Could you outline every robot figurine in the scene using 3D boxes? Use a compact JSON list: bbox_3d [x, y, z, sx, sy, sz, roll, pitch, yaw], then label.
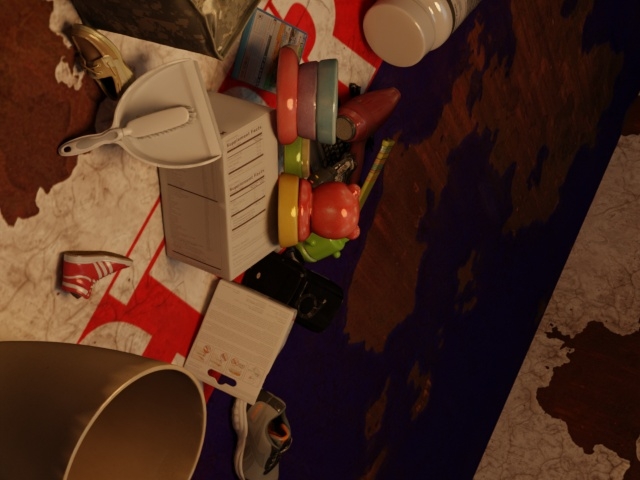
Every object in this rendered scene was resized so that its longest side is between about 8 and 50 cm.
[{"bbox_3d":[0.000,0.000,1.838,0.101,0.115,0.067,22,48,-54],"label":"robot figurine"}]

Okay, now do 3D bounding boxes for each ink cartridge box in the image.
[{"bbox_3d":[-0.139,0.174,1.659,0.045,0.145,0.179,-30,143,-80],"label":"ink cartridge box"}]

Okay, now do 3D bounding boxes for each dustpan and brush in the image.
[{"bbox_3d":[-0.250,-0.152,1.300,0.060,0.211,0.147,-121,-166,-80],"label":"dustpan and brush"}]

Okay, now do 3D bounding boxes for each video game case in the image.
[{"bbox_3d":[-0.083,-0.312,1.602,0.166,0.015,0.119,8,98,-60],"label":"video game case"}]

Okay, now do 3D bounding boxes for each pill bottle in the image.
[{"bbox_3d":[0.210,-0.470,1.859,0.283,0.161,0.161,-50,144,-32],"label":"pill bottle"}]

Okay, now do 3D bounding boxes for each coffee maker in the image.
[{"bbox_3d":[-0.036,0.109,1.768,0.120,0.171,0.178,-42,149,10],"label":"coffee maker"}]

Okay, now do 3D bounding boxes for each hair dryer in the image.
[{"bbox_3d":[0.059,-0.183,1.831,0.294,0.080,0.223,-55,165,-9],"label":"hair dryer"}]

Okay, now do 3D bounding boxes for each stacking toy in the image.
[{"bbox_3d":[0.002,-0.167,1.552,0.279,0.130,0.309,-86,177,-63],"label":"stacking toy"}]

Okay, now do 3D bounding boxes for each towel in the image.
[{"bbox_3d":[0.082,-0.097,1.907,0.237,0.021,0.102,-64,172,11],"label":"towel"}]

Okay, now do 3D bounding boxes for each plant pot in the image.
[{"bbox_3d":[-0.334,0.236,1.227,0.256,0.274,0.257,-37,136,-47],"label":"plant pot"}]

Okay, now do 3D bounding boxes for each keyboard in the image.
[{"bbox_3d":[0.042,-0.201,1.863,0.202,0.033,0.317,-54,148,-28],"label":"keyboard"}]

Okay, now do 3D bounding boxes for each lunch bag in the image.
[{"bbox_3d":[-0.163,-0.394,1.190,0.287,0.235,0.169,-60,149,-20],"label":"lunch bag"}]

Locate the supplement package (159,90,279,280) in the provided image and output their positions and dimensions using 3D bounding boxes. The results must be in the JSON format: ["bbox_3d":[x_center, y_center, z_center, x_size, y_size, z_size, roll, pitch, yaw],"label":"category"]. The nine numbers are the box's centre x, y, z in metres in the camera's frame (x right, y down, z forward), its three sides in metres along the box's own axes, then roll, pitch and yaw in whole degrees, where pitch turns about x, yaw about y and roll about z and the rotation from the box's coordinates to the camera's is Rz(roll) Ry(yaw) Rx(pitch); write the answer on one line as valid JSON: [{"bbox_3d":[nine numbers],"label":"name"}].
[{"bbox_3d":[-0.155,-0.087,1.481,0.134,0.139,0.244,-37,138,-45],"label":"supplement package"}]

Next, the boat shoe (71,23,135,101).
[{"bbox_3d":[-0.289,-0.232,1.260,0.045,0.050,0.135,-65,152,-17],"label":"boat shoe"}]

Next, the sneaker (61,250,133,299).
[{"bbox_3d":[-0.323,0.050,1.374,0.118,0.042,0.067,4,99,-52],"label":"sneaker"}]

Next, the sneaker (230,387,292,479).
[{"bbox_3d":[-0.109,0.404,1.882,0.100,0.108,0.272,-44,143,-42],"label":"sneaker"}]
